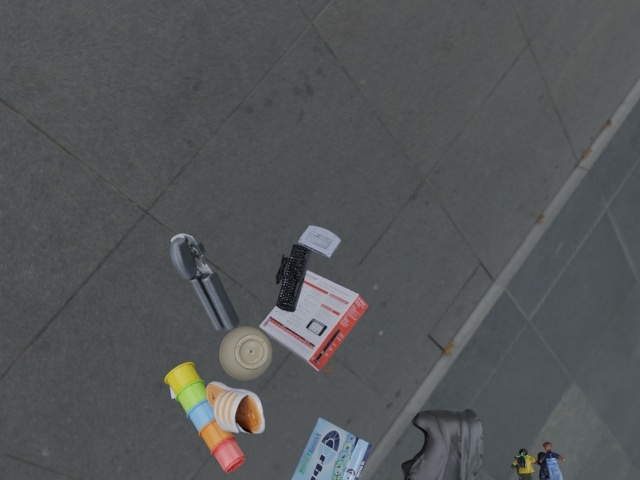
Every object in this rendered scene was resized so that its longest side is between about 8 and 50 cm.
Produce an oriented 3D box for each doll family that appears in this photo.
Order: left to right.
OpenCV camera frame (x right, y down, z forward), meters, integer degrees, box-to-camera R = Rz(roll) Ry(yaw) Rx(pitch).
[{"bbox_3d":[0.638,0.660,1.487,0.076,0.193,0.111,24,52,-37],"label":"doll family"}]

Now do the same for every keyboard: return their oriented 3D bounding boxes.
[{"bbox_3d":[-0.091,0.102,1.430,0.038,0.100,0.191,28,74,-49],"label":"keyboard"}]

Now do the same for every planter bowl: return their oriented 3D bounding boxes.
[{"bbox_3d":[-0.212,0.332,1.496,0.162,0.109,0.161,4,75,-17],"label":"planter bowl"}]

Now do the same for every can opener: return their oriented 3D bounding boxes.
[{"bbox_3d":[-0.285,0.107,1.205,0.093,0.074,0.280,-54,129,-47],"label":"can opener"}]

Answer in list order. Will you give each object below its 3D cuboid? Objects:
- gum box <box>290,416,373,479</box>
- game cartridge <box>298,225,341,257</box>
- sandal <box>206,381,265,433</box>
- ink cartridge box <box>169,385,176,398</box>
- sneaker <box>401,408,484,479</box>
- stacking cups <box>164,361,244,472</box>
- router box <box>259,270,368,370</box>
[{"bbox_3d":[0.019,0.478,1.075,0.041,0.184,0.156,33,73,-21],"label":"gum box"},{"bbox_3d":[0.000,0.000,1.100,0.056,0.083,0.017,-55,154,-19],"label":"game cartridge"},{"bbox_3d":[-0.227,0.408,1.211,0.076,0.265,0.101,-12,95,-40],"label":"sandal"},{"bbox_3d":[-0.504,0.511,1.742,0.028,0.083,0.048,-9,100,-20],"label":"ink cartridge box"},{"bbox_3d":[0.198,0.426,0.846,0.130,0.109,0.286,7,65,1],"label":"sneaker"},{"bbox_3d":[-0.315,0.491,1.408,0.096,0.316,0.096,-34,156,-18],"label":"stacking cups"},{"bbox_3d":[-0.032,0.290,1.917,0.301,0.336,0.082,-50,127,-15],"label":"router box"}]
